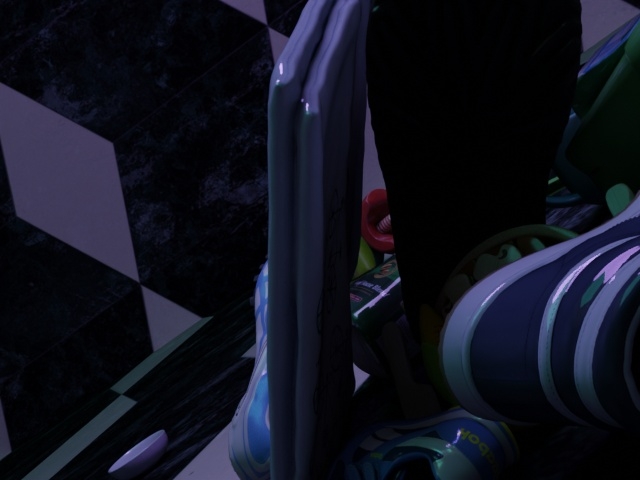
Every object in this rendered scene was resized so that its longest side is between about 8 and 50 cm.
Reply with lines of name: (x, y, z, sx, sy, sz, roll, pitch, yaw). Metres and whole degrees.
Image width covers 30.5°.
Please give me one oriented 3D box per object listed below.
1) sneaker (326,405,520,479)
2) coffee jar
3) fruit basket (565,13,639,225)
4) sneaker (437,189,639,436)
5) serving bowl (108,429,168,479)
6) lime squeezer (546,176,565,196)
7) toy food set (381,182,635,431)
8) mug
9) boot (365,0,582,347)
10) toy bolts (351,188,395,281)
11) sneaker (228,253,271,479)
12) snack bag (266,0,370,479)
sneaker: (0.044, 0.134, 0.663, 0.144, 0.053, 0.059, -33, 7, 47)
coffee jar: (0.098, 0.040, 1.056, 0.184, 0.079, 0.096, -37, 16, -16)
fruit basket: (0.318, -0.170, 0.771, 0.353, 0.165, 0.327, -56, -7, 31)
sneaker: (0.203, 0.004, 0.552, 0.282, 0.099, 0.153, -32, 10, -19)
serving bowl: (-0.218, 0.267, 1.437, 0.083, 0.027, 0.083, -36, 5, 3)
lime squeezer: (0.173, -0.011, 1.215, 0.310, 0.059, 0.110, -37, 4, -29)
toy food set: (0.115, 0.047, 0.690, 0.192, 0.038, 0.132, -34, 49, 20)
mug: (0.260, -0.086, 1.063, 0.157, 0.097, 0.129, -34, 5, 31)
boot: (0.102, -0.109, 0.854, 0.131, 0.348, 0.260, 2, 31, 4)
toy bolts: (0.000, 0.000, 1.662, 0.228, 0.218, 0.158, -13, -22, -50)
sneaker: (-0.015, 0.092, 0.968, 0.086, 0.085, 0.237, -19, 45, 32)
snack bag: (0.009, -0.021, 0.787, 0.037, 0.323, 0.343, 5, 31, 7)
